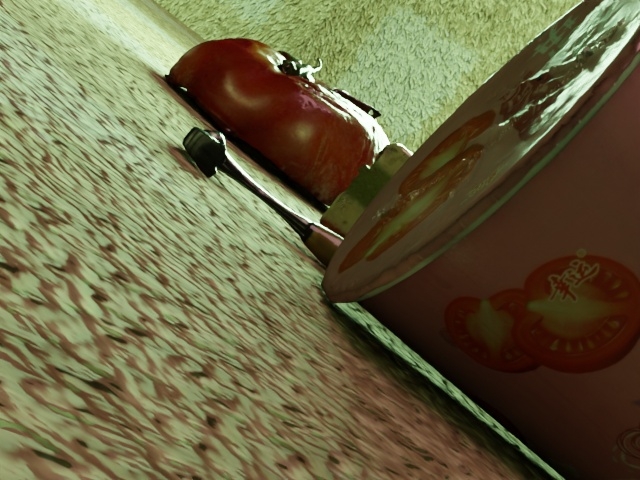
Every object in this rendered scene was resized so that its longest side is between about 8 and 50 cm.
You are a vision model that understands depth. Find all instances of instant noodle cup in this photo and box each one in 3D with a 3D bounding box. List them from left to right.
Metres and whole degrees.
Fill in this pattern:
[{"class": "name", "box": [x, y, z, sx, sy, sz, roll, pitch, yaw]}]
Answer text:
[{"class": "instant noodle cup", "box": [0.162, 0.021, 0.784, 0.231, 0.243, 0.243, 46, 3, -9]}]

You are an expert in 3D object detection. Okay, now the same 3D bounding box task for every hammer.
[{"class": "hammer", "box": [0.000, 0.000, 0.893, 0.201, 0.021, 0.078, 38, 5, 0]}]

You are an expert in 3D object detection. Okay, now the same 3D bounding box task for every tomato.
[{"class": "tomato", "box": [-0.021, -0.109, 1.340, 0.228, 0.101, 0.228, 37, 7, -6]}]

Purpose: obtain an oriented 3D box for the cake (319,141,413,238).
[{"class": "cake", "box": [0.106, 0.027, 1.062, 0.220, 0.086, 0.117, 39, 5, -1]}]
